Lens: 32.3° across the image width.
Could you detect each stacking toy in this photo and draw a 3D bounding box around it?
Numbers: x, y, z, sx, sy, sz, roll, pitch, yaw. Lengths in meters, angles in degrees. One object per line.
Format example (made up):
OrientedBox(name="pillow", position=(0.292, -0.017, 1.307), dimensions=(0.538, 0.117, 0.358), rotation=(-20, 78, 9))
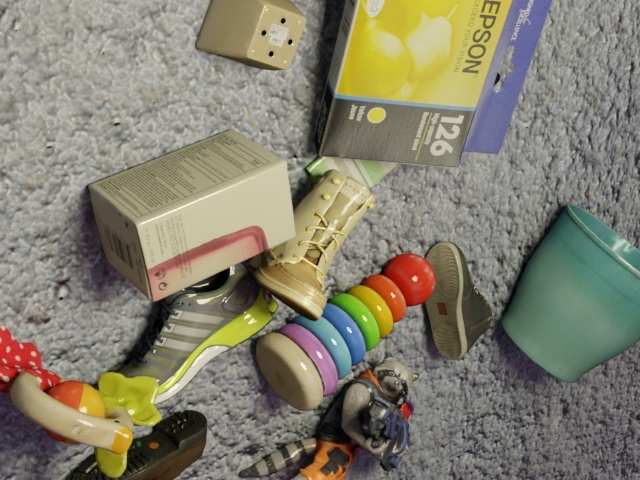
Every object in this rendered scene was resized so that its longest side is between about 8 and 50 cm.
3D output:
OrientedBox(name="stacking toy", position=(0.058, 0.131, 1.799), dimensions=(0.330, 0.141, 0.141), rotation=(-35, 130, -28))

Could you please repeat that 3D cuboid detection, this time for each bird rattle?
OrientedBox(name="bird rattle", position=(-0.328, 0.204, 1.440), dimensions=(0.253, 0.207, 0.143), rotation=(34, 86, -19))

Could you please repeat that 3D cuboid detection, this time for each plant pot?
OrientedBox(name="plant pot", position=(0.480, 0.114, 2.034), dimensions=(0.272, 0.271, 0.255), rotation=(23, 111, -43))
OrientedBox(name="plant pot", position=(-0.084, -0.282, 1.478), dimensions=(0.109, 0.096, 0.109), rotation=(11, 106, -41))

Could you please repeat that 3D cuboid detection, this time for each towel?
OrientedBox(name="towel", position=(0.053, -0.123, 1.726), dimensions=(0.152, 0.023, 0.113), rotation=(-40, 129, -12))

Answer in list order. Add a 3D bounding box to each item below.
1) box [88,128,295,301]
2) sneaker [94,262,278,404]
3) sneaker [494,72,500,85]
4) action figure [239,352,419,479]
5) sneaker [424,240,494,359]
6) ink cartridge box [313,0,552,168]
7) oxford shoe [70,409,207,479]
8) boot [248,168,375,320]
OrientedBox(name="box", position=(-0.171, -0.039, 1.500), dimensions=(0.232, 0.149, 0.126), rotation=(-24, 126, -26))
OrientedBox(name="sneaker", position=(-0.211, 0.131, 1.606), dimensions=(0.300, 0.111, 0.121), rotation=(-37, 114, -19))
OrientedBox(name="sneaker", position=(0.199, -0.353, 1.647), dimensions=(0.108, 0.121, 0.302), rotation=(-41, 132, -15))
OrientedBox(name="action figure", position=(0.035, 0.316, 1.840), dimensions=(0.330, 0.178, 0.341), rotation=(-45, 157, -17))
OrientedBox(name="sneaker", position=(0.244, 0.089, 1.961), dimensions=(0.118, 0.083, 0.222), rotation=(-33, 125, -45))
OrientedBox(name="ink cartridge box", position=(0.168, -0.245, 1.599), dimensions=(0.307, 0.072, 0.303), rotation=(4, 127, -13))
OrientedBox(name="oxford shoe", position=(-0.268, 0.346, 1.674), dimensions=(0.227, 0.083, 0.096), rotation=(-19, 127, -29))
OrientedBox(name="boot", position=(0.000, 0.000, 1.580), dimensions=(0.095, 0.262, 0.203), rotation=(40, 90, -15))
